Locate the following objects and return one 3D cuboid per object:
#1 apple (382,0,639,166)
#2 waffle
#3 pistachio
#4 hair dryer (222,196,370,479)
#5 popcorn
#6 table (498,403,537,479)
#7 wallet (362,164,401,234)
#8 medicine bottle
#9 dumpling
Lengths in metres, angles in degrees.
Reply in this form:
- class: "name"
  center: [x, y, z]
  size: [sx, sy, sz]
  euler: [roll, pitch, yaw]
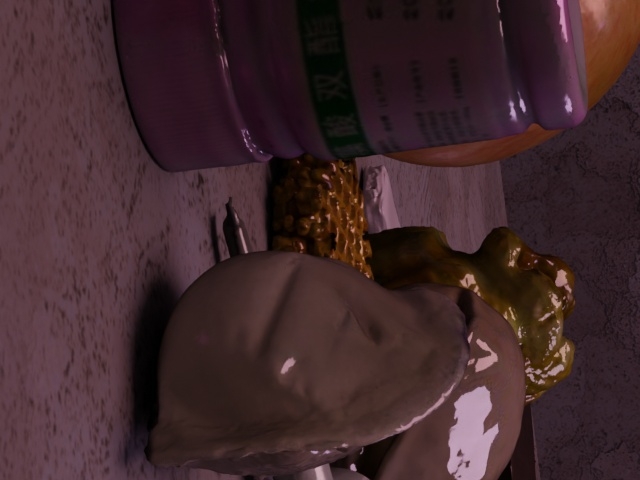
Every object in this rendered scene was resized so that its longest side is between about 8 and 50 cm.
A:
- class: "apple"
  center: [0.138, -0.265, 1.781]
  size: [0.391, 0.346, 0.392]
  euler: [30, 47, -39]
- class: "waffle"
  center: [0.000, 0.000, 1.762]
  size: [0.197, 0.070, 0.193]
  euler: [-71, 153, -59]
- class: "pistachio"
  center: [0.084, 0.152, 1.660]
  size: [0.226, 0.207, 0.332]
  euler: [-49, 169, -34]
- class: "hair dryer"
  center: [-0.037, 0.139, 1.492]
  size: [0.173, 0.107, 0.357]
  euler: [-28, 102, -78]
- class: "popcorn"
  center: [0.140, 0.093, 1.928]
  size: [0.276, 0.276, 0.226]
  euler: [-79, 164, -56]
- class: "table"
  center: [0.157, 0.231, 2.126]
  size: [0.193, 0.172, 0.169]
  euler: [44, 41, -66]
- class: "wallet"
  center: [0.083, -0.006, 2.247]
  size: [0.190, 0.033, 0.095]
  euler: [73, 14, -45]
- class: "medicine bottle"
  center: [0.028, -0.169, 1.352]
  size: [0.212, 0.325, 0.212]
  euler: [-6, 90, -79]
- class: "dumpling"
  center: [-0.005, 0.102, 1.290]
  size: [0.175, 0.226, 0.243]
  euler: [69, 26, -47]
